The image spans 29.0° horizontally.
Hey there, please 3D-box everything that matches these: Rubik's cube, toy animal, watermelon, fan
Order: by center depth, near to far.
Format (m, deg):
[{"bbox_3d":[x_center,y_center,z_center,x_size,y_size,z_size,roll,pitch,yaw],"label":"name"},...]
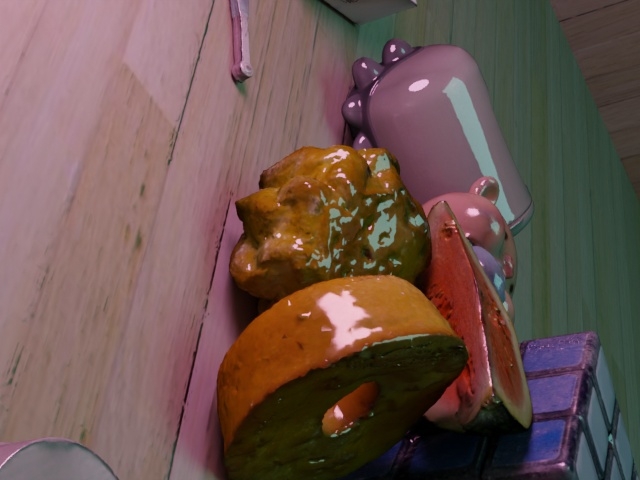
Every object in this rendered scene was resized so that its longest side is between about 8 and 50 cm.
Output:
[{"bbox_3d":[0.146,0.119,1.392,0.303,0.128,0.159,-97,160,-46],"label":"watermelon"},{"bbox_3d":[0.213,0.321,1.489,0.301,0.305,0.304,-54,130,-59],"label":"Rubik's cube"},{"bbox_3d":[-0.105,-0.320,1.526,0.057,0.023,0.282,40,40,-55],"label":"fan"},{"bbox_3d":[0.141,0.046,1.611,0.229,0.221,0.210,-52,135,-68],"label":"toy animal"}]

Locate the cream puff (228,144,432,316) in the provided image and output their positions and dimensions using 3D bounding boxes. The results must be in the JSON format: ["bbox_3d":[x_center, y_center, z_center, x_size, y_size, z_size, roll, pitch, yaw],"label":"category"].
[{"bbox_3d":[0.010,0.005,1.372,0.244,0.196,0.244,41,41,-49],"label":"cream puff"}]

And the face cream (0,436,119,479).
[{"bbox_3d":[-0.222,0.224,0.797,0.177,0.152,0.177,40,43,-50],"label":"face cream"}]

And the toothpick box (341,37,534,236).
[{"bbox_3d":[0.150,-0.136,1.767,0.316,0.229,0.229,66,26,-17],"label":"toothpick box"}]

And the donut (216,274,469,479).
[{"bbox_3d":[0.015,0.137,1.247,0.277,0.277,0.108,35,26,-56],"label":"donut"}]

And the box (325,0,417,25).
[{"bbox_3d":[0.033,-0.448,1.790,0.260,0.111,0.195,17,60,-60],"label":"box"}]
